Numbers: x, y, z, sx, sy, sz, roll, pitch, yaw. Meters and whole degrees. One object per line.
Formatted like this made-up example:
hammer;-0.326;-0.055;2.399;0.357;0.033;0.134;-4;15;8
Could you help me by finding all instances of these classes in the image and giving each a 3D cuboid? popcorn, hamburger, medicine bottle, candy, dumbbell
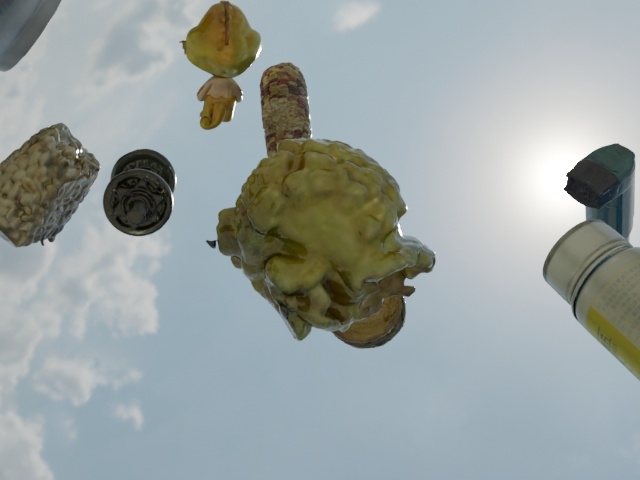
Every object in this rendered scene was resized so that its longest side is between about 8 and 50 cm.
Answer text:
popcorn;0.000;0.001;1.025;0.169;0.189;0.218;-31;166;-29
hamburger;0.082;0.119;2.011;0.185;0.113;0.177;39;-85;16
medicine bottle;0.484;-0.062;1.729;0.079;0.258;0.124;34;-107;32
candy;-0.258;-0.050;0.933;0.110;0.085;0.095;-44;-172;18
medicine bottle;0.433;0.090;1.391;0.143;0.143;0.258;-46;-129;9
dumbbell;-0.212;-0.058;1.200;0.081;0.081;0.254;-48;-164;7

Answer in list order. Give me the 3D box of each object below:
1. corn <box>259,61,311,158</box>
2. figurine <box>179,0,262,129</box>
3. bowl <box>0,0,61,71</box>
corn;-0.067;-0.222;1.962;0.098;0.098;0.289;-30;-133;31
figurine;-0.188;-0.334;1.923;0.131;0.156;0.246;-107;-162;-51
bowl;-0.414;-0.307;1.240;0.345;0.157;0.345;-38;-148;30
